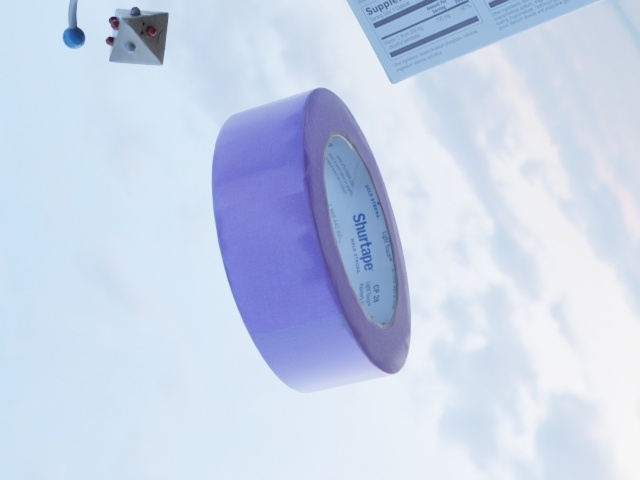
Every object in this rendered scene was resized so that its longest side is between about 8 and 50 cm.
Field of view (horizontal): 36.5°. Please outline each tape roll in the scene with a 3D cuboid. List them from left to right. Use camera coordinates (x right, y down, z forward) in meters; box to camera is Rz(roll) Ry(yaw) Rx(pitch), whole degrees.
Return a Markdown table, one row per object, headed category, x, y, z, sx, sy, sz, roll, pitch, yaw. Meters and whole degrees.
| category | x | y | z | sx | sy | sz | roll | pitch | yaw |
| --- | --- | --- | --- | --- | --- | --- | --- | --- | --- |
| tape roll | 0.000 | 0.000 | 0.914 | 0.275 | 0.090 | 0.274 | -15 | -90 | -73 |

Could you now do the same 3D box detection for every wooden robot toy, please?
| category | x | y | z | sx | sy | sz | roll | pitch | yaw |
| --- | --- | --- | --- | --- | --- | --- | --- | --- | --- |
| wooden robot toy | -0.121 | -0.173 | 0.484 | 0.079 | 0.076 | 0.173 | 51 | -161 | -84 |

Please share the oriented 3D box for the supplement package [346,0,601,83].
| category | x | y | z | sx | sy | sz | roll | pitch | yaw |
| --- | --- | --- | --- | --- | --- | --- | --- | --- | --- |
| supplement package | 0.155 | -0.246 | 0.636 | 0.145 | 0.262 | 0.204 | 58 | -137 | -18 |
